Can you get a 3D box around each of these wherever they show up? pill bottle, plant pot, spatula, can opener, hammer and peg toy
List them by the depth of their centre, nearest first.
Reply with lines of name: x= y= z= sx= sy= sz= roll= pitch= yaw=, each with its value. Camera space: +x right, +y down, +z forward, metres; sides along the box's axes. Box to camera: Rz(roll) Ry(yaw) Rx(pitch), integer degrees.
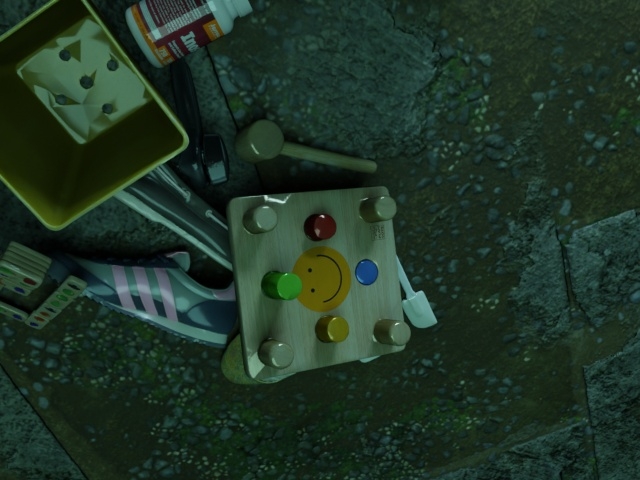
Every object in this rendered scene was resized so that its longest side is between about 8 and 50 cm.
plant pot: x=-0.314 y=-0.180 z=0.800 sx=0.212 sy=0.187 sz=0.212 roll=-32 pitch=118 yaw=5
pill bottle: x=-0.171 y=-0.298 z=0.824 sx=0.152 sy=0.086 sz=0.086 roll=-26 pitch=119 yaw=4
can opener: x=-0.180 y=-0.163 z=0.884 sx=0.073 sy=0.059 sz=0.186 roll=-14 pitch=89 yaw=-9
hammer and peg toy: x=0.000 y=0.000 z=0.904 sx=0.265 sy=0.127 sz=0.362 roll=-5 pitch=89 yaw=-24
spatula: x=0.097 y=0.104 z=1.127 sx=0.168 sy=0.019 sz=0.242 roll=-27 pitch=119 yaw=5

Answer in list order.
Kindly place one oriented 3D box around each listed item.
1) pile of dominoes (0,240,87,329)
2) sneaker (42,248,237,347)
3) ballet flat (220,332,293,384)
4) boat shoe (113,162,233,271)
pile of dominoes: x=-0.469 y=0.068 z=0.906 sx=0.196 sy=0.040 sz=0.251 roll=31 pitch=141 yaw=-25
sneaker: x=-0.277 y=0.060 z=0.998 sx=0.319 sy=0.112 sz=0.131 roll=25 pitch=83 yaw=-18
ballet flat: x=-0.029 y=0.167 z=1.069 sx=0.348 sy=0.123 sz=0.123 roll=-31 pitch=119 yaw=10
boat shoe: x=-0.167 y=-0.029 z=0.952 sx=0.335 sy=0.112 sz=0.096 roll=35 pitch=83 yaw=-29
